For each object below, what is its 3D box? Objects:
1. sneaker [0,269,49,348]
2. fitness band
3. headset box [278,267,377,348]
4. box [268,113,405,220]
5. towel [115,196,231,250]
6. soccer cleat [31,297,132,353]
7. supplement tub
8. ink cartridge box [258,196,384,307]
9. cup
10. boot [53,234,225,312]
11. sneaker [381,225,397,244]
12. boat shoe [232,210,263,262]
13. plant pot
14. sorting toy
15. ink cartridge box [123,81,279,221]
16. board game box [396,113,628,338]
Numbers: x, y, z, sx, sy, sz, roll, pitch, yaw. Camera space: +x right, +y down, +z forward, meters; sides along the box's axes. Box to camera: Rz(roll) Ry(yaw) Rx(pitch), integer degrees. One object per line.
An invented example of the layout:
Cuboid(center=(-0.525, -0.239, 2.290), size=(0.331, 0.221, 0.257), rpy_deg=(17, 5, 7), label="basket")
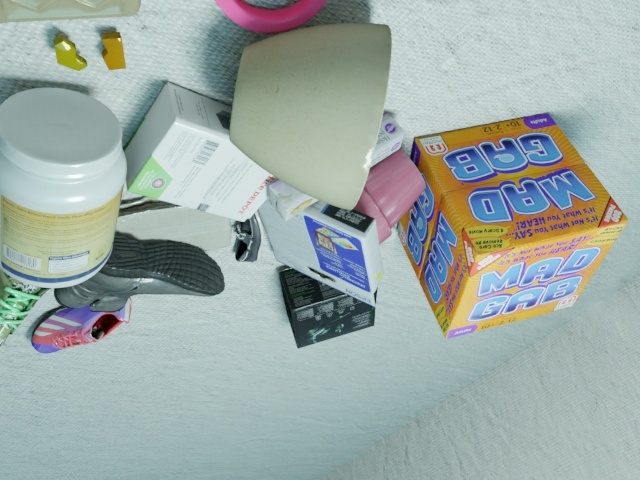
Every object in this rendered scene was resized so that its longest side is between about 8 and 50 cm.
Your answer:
Cuboid(center=(-0.688, 0.153, 1.378), size=(0.410, 0.182, 0.158), rpy_deg=(-39, 141, 23), label="sneaker")
Cuboid(center=(-0.095, -0.452, 0.972), size=(0.209, 0.054, 0.291), rpy_deg=(-28, 143, 12), label="fitness band")
Cuboid(center=(0.025, 0.176, 1.784), size=(0.246, 0.131, 0.283), rpy_deg=(-16, 148, -7), label="headset box")
Cuboid(center=(0.036, -0.156, 1.312), size=(0.324, 0.063, 0.067), rpy_deg=(-34, 163, -21), label="box")
Cuboid(center=(-0.341, -0.030, 1.422), size=(0.282, 0.049, 0.187), rpy_deg=(-9, 145, -16), label="towel")
Cuboid(center=(-0.604, 0.219, 1.564), size=(0.318, 0.116, 0.108), rpy_deg=(-31, 143, 15), label="soccer cleat")
Cuboid(center=(-0.475, -0.089, 1.120), size=(0.228, 0.228, 0.316), rpy_deg=(1, 140, -27), label="supplement tub")
Cuboid(center=(0.000, 0.000, 1.439), size=(0.072, 0.304, 0.307), rpy_deg=(-56, 155, -22), label="ink cartridge box")
Cuboid(center=(-0.031, -0.235, 1.105), size=(0.237, 0.331, 0.331), rpy_deg=(9, 139, -7), label="cup")
Cuboid(center=(-0.412, 0.096, 1.441), size=(0.338, 0.118, 0.223), rpy_deg=(19, 137, -36), label="boot")
Cuboid(center=(0.112, 0.026, 1.620), size=(0.235, 0.153, 0.094), rpy_deg=(3, 140, -29), label="sneaker")
Cuboid(center=(-0.177, -0.009, 1.504), size=(0.065, 0.075, 0.206), rpy_deg=(-13, 149, -15), label="boat shoe")
Cuboid(center=(0.132, -0.114, 1.429), size=(0.180, 0.201, 0.201), rpy_deg=(-37, 144, -3), label="plant pot")
Cuboid(center=(-0.390, -0.389, 0.933), size=(0.229, 0.041, 0.307), rpy_deg=(-12, 144, -18), label="sorting toy")
Cuboid(center=(-0.221, -0.164, 1.240), size=(0.273, 0.114, 0.198), rpy_deg=(15, 132, -39), label="ink cartridge box")
Cuboid(center=(0.429, -0.034, 1.518), size=(0.356, 0.356, 0.356), rpy_deg=(-12, 144, -11), label="board game box")
